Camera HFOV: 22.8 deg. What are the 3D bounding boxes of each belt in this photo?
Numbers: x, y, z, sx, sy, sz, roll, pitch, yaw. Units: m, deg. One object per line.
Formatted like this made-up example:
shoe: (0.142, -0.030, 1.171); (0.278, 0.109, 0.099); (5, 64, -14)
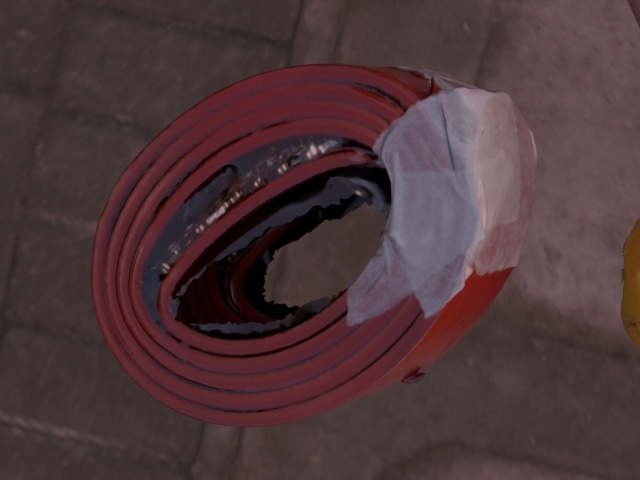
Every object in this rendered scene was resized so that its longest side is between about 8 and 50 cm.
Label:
belt: (0.000, 0.000, 1.077); (0.324, 0.115, 0.227); (-26, 83, 28)

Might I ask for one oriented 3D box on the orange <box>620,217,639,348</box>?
orange: (0.311, 0.039, 1.324); (0.134, 0.155, 0.155); (-22, 103, 27)

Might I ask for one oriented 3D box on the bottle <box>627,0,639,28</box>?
bottle: (0.224, -0.206, 1.099); (0.053, 0.053, 0.140); (-23, 83, 8)
